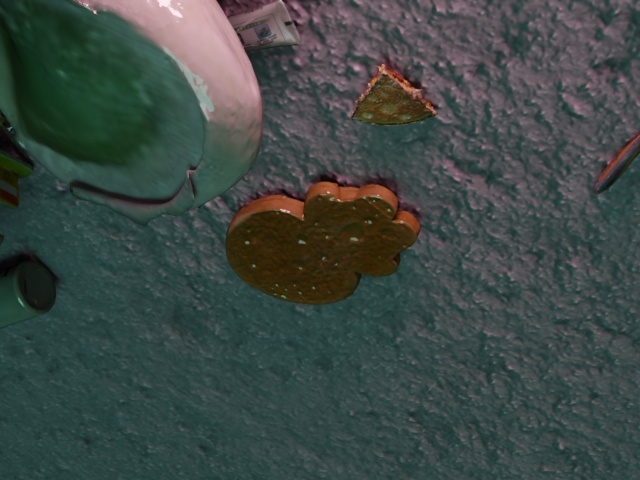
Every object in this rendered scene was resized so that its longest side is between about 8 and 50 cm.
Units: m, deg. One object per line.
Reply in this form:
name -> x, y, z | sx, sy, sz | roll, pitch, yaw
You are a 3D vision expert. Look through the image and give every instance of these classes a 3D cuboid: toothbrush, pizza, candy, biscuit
toothbrush -> 0.412, -0.149, 1.724 | 0.031, 0.023, 0.321 | 30, 135, -5
pizza -> 0.095, -0.170, 1.802 | 0.099, 0.029, 0.100 | 16, 141, -12
candy -> -0.231, -0.206, 1.685 | 0.427, 0.186, 0.386 | 28, 142, 34
biscuit -> 0.000, -0.001, 1.995 | 0.288, 0.044, 0.202 | -27, 123, 35

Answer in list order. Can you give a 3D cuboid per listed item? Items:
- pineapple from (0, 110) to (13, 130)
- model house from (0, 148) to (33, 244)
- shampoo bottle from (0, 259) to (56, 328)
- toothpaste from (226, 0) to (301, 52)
pineapple -> -0.396, -0.177, 1.900 | 0.197, 0.108, 0.108 | 21, 139, -19
model house -> -0.529, 0.063, 2.021 | 0.300, 0.324, 0.340 | -14, 158, 22
shampoo bottle -> -0.521, 0.101, 2.235 | 0.262, 0.085, 0.085 | -18, 128, 32
toothpaste -> -0.131, -0.242, 1.788 | 0.218, 0.041, 0.064 | -11, 126, 22
